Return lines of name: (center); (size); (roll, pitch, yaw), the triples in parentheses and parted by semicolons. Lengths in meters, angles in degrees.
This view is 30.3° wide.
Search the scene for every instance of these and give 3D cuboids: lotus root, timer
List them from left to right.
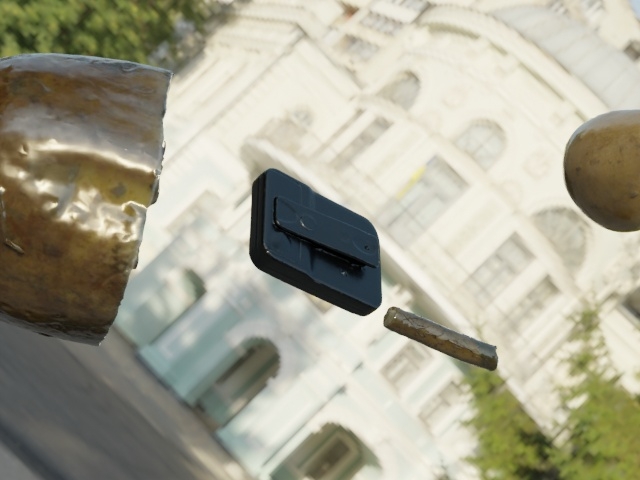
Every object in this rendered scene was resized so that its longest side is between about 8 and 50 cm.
lotus root: (-0.108, -0.015, 0.480); (0.081, 0.112, 0.122); (8, -17, -16)
timer: (0.000, 0.000, 1.445); (0.187, 0.055, 0.144); (26, 43, -29)

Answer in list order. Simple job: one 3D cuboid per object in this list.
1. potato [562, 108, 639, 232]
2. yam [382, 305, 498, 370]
potato: (0.269, -0.061, 1.009); (0.112, 0.112, 0.147); (49, -30, -21)
yam: (0.138, 0.111, 1.327); (0.145, 0.032, 0.032); (23, 0, -19)
